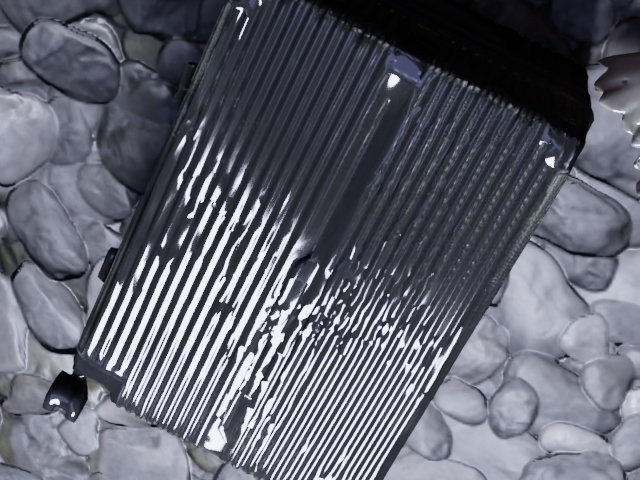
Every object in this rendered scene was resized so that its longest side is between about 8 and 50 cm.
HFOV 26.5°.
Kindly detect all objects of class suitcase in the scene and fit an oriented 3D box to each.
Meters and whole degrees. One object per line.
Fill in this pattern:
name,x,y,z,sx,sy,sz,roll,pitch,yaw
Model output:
suitcase,0.000,0.000,0.853,0.230,0.152,0.335,27,119,-1

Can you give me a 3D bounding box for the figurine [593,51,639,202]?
figurine,0.246,-0.140,0.734,0.207,0.166,0.386,26,126,52
